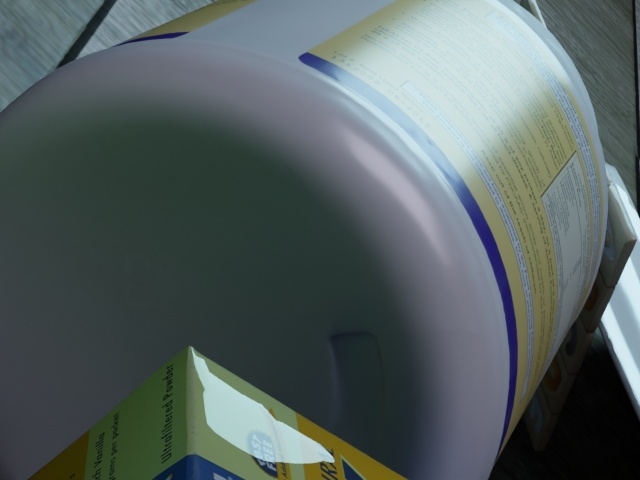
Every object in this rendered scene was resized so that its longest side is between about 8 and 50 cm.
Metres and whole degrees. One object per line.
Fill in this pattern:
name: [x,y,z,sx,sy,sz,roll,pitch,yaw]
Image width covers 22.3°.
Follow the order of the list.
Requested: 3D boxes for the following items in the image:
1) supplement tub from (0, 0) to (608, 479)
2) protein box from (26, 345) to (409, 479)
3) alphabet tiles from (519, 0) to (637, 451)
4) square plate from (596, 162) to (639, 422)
supplement tub: [0.000,0.000,0.750,0.241,0.241,0.331,50,26,-1]
protein box: [-0.030,0.177,0.520,0.201,0.200,0.136,34,30,-29]
alphabet tiles: [0.125,0.003,0.992,0.009,0.237,0.198,-3,50,-14]
square plate: [0.230,0.109,1.048,0.347,0.049,0.344,56,15,-51]
